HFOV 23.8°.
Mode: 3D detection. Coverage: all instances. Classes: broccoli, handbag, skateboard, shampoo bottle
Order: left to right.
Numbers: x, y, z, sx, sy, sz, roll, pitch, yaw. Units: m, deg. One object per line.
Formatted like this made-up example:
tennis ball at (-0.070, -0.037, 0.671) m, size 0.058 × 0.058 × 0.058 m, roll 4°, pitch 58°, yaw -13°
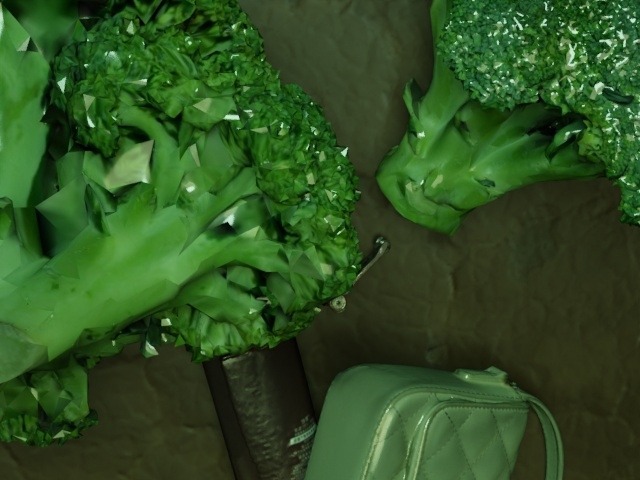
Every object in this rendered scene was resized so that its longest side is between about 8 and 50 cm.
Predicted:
broccoli at (-0.190, -0.035, 0.872) m, size 0.413 × 0.321 × 0.310 m, roll 20°, pitch 71°, yaw -8°
shampoo bottle at (-0.040, 0.108, 1.030) m, size 0.067 × 0.068 × 0.236 m, roll -14°, pitch 105°, yaw -5°
skateboard at (0.000, 0.000, 1.032) m, size 0.083 × 0.032 × 0.064 m, roll 43°, pitch 86°, yaw -15°
handbag at (0.081, 0.210, 1.040) m, size 0.219 × 0.079 × 0.256 m, roll 10°, pitch 98°, yaw -35°
broccoli at (0.131, -0.109, 0.937) m, size 0.269 × 0.254 × 0.269 m, roll 10°, pitch 112°, yaw 27°
